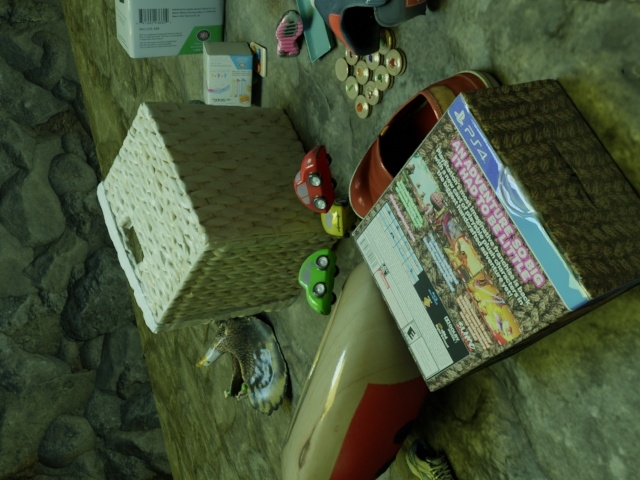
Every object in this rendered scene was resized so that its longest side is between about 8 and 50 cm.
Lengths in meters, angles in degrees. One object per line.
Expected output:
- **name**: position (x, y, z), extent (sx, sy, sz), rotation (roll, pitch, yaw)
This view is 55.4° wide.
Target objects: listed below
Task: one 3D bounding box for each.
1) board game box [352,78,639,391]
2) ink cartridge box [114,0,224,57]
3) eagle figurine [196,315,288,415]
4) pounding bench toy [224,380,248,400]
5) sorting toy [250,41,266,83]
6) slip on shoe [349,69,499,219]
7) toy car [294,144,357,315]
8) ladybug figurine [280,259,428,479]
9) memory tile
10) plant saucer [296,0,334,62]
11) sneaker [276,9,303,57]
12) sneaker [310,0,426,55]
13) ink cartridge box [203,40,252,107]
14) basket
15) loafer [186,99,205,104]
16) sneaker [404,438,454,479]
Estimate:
- **board game box**: position (0.193, 0.006, 0.700), extent (0.232, 0.141, 0.291), rotation (64, 150, 19)
- **ink cartridge box**: position (-0.316, -0.548, 1.279), extent (0.121, 0.211, 0.289), rotation (50, 142, 41)
- **eagle figurine**: position (-0.206, 0.267, 1.535), extent (0.298, 0.225, 0.226), rotation (54, -158, -21)
- **pounding bench toy**: position (-0.222, 0.407, 1.689), extent (0.052, 0.083, 0.065), rotation (62, 150, 23)
- **sorting toy**: position (-0.128, -0.354, 1.238), extent (0.062, 0.012, 0.083), rotation (41, 136, 46)
- **slip on shoe**: position (0.111, -0.115, 0.834), extent (0.123, 0.101, 0.331), rotation (68, 152, 10)
- **toy car**: position (0.000, 0.000, 0.927), extent (0.239, 0.053, 0.225), rotation (46, -131, -65)
- **ladybug figurine**: position (0.060, 0.233, 0.945), extent (0.305, 0.161, 0.450), rotation (-68, -2, -57)
- **memory tile**: position (0.072, -0.265, 0.924), extent (0.113, 0.012, 0.148), rotation (67, 151, 15)
- **plant saucer**: position (-0.017, -0.400, 1.013), extent (0.067, 0.018, 0.192), rotation (-12, 91, 61)
- **sneaker**: position (-0.057, -0.370, 1.060), extent (0.119, 0.047, 0.057), rotation (123, 143, -73)
- **sneaker**: position (0.100, -0.356, 0.730), extent (0.148, 0.131, 0.350), rotation (63, 156, 8)
- **ink cartridge box**: position (-0.193, -0.328, 1.263), extent (0.090, 0.092, 0.143), rotation (-115, 25, -52)
- **basket**: position (-0.179, -0.052, 1.125), extent (0.266, 0.331, 0.328), rotation (-49, 60, 39)
- **loafer**: position (-0.302, -0.222, 1.524), extent (0.087, 0.094, 0.251), rotation (8, 110, 55)
- **sneaker**: position (0.185, 0.376, 0.984), extent (0.135, 0.052, 0.058), rotation (40, 131, 46)
